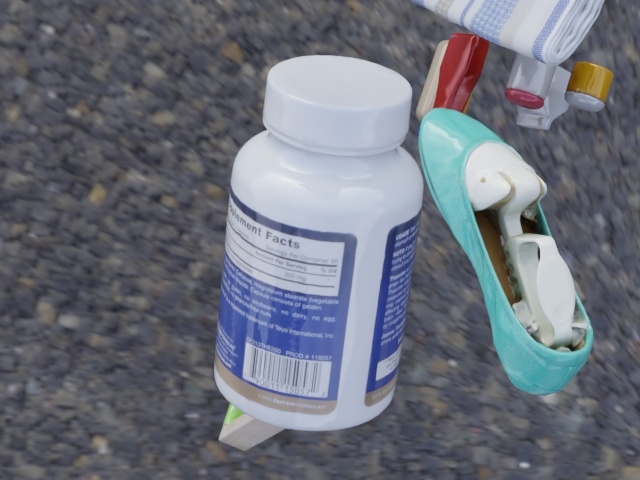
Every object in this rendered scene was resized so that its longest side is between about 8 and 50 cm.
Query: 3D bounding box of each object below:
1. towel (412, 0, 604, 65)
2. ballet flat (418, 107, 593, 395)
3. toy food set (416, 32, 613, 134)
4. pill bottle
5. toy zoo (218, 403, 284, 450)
[{"bbox_3d":[0.188,-0.272,1.695,0.034,0.285,0.209,28,94,-31],"label":"towel"},{"bbox_3d":[0.153,-0.004,1.487,0.083,0.087,0.247,-11,75,-32],"label":"ballet flat"},{"bbox_3d":[0.170,-0.133,1.870,0.232,0.111,0.104,13,83,49],"label":"toy food set"},{"bbox_3d":[0.000,0.000,0.667,0.067,0.067,0.120,13,117,13],"label":"pill bottle"},{"bbox_3d":[-0.008,0.033,1.704,0.030,0.192,0.293,23,70,-12],"label":"toy zoo"}]
